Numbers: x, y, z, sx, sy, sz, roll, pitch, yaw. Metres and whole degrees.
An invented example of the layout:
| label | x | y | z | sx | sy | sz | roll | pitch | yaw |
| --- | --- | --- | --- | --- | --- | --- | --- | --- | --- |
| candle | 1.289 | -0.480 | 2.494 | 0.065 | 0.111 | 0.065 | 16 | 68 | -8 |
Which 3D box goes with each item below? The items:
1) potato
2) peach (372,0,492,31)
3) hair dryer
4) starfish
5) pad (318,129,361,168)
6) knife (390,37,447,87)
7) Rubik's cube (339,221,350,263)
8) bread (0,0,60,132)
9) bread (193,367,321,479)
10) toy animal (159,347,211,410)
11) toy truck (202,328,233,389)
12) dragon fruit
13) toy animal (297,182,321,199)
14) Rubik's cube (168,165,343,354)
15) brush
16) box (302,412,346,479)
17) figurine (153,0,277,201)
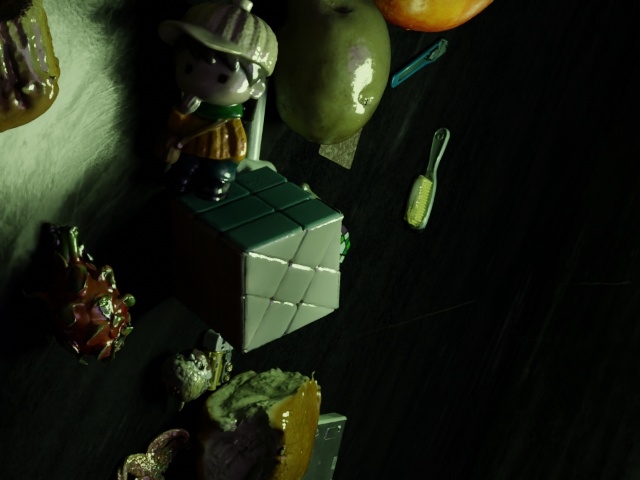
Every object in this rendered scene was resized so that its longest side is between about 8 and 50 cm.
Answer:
| label | x | y | z | sx | sy | sz | roll | pitch | yaw |
| --- | --- | --- | --- | --- | --- | --- | --- | --- | --- |
| potato | 0.021 | -0.346 | 1.940 | 0.221 | 0.243 | 0.326 | -6 | 104 | -34 |
| peach | 0.229 | -0.612 | 2.072 | 0.388 | 0.388 | 0.388 | -33 | 130 | -50 |
| hair dryer | -0.132 | -0.206 | 1.921 | 0.131 | 0.073 | 0.236 | 6 | 95 | -59 |
| starfish | -0.330 | 0.441 | 1.919 | 0.209 | 0.053 | 0.150 | -54 | 132 | -24 |
| pad | 0.064 | -0.289 | 2.275 | 0.158 | 0.003 | 0.235 | 19 | 87 | -61 |
| knife | 0.249 | -0.441 | 2.497 | 0.296 | 0.026 | 0.044 | -42 | 149 | -44 |
| Rubik's cube | 0.000 | 0.000 | 2.188 | 0.133 | 0.133 | 0.112 | 2 | 78 | -60 |
| bread | -0.419 | -0.235 | 1.350 | 0.251 | 0.133 | 0.174 | -38 | 133 | -45 |
| bread | -0.134 | 0.412 | 2.034 | 0.250 | 0.225 | 0.279 | -41 | 136 | -65 |
| toy animal | -0.251 | 0.263 | 1.912 | 0.098 | 0.098 | 0.137 | -51 | 156 | -35 |
| toy truck | -0.210 | 0.235 | 2.005 | 0.063 | 0.052 | 0.123 | -3 | 107 | -53 |
| dragon fruit | -0.384 | 0.086 | 1.581 | 0.137 | 0.135 | 0.236 | -44 | 117 | -44 |
| toy animal | -0.083 | 0.008 | 2.045 | 0.127 | 0.125 | 0.251 | 49 | 55 | -33 |
| Rubik's cube | -0.119 | 0.029 | 1.813 | 0.231 | 0.224 | 0.221 | -22 | 130 | -34 |
| brush | 0.272 | -0.166 | 2.643 | 0.060 | 0.068 | 0.297 | 24 | 77 | -38 |
| box | -0.021 | 0.565 | 2.485 | 0.211 | 0.045 | 0.270 | 10 | 94 | -59 |
| figurine | -0.179 | -0.245 | 1.724 | 0.204 | 0.185 | 0.332 | -50 | 151 | -59 |
